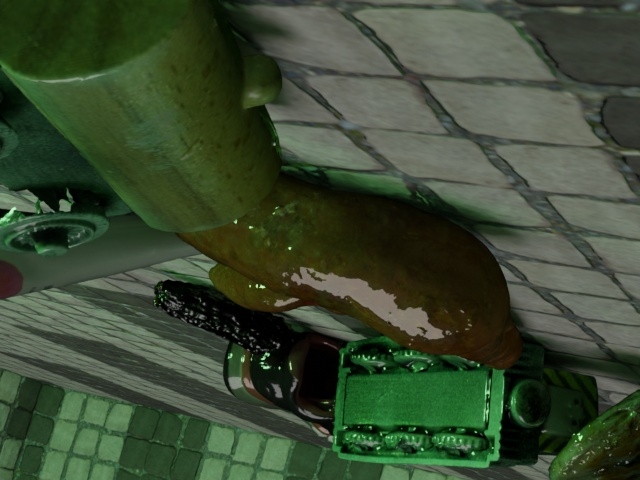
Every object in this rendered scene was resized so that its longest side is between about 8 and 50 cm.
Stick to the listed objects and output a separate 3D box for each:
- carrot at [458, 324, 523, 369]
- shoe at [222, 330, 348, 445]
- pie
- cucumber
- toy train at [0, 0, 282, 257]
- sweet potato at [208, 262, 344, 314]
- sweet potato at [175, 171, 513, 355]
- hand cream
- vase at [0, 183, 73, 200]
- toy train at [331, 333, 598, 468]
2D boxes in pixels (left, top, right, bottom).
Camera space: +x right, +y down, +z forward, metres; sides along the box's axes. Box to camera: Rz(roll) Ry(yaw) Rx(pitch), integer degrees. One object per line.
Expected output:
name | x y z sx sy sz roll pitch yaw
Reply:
carrot | 0.137 0.078 1.187 0.060 0.060 0.186 9 168 27
shoe | 0.022 0.177 1.658 0.137 0.114 0.291 -6 153 46
pie | 0.301 0.192 1.300 0.187 0.041 0.187 -17 148 -11
cucumber | -0.109 0.081 1.516 0.181 0.053 0.053 27 164 -34
toy train | -0.120 -0.086 0.699 0.189 0.126 0.307 -18 164 2
sweet potato | -0.034 0.040 1.228 0.202 0.058 0.055 6 144 40
sweet potato | -0.001 -0.001 0.945 0.292 0.097 0.097 22 168 6
hand cream | -0.164 0.005 1.019 0.341 0.077 0.124 -3 178 -31
vase | -0.216 -0.063 0.954 0.149 0.081 0.081 6 165 20
toy train | 0.148 0.169 1.425 0.178 0.138 0.330 12 169 -30
